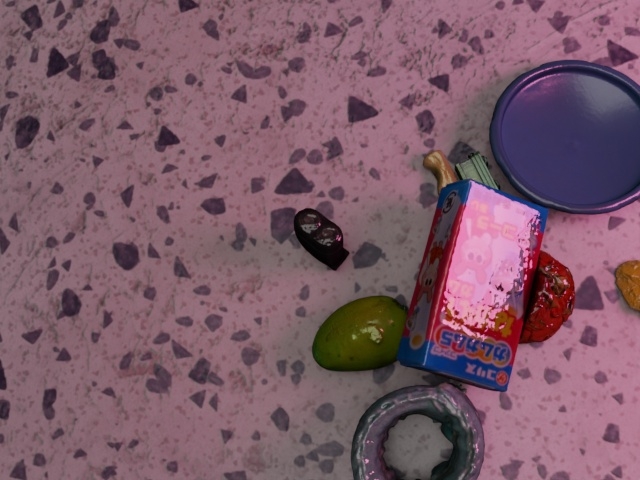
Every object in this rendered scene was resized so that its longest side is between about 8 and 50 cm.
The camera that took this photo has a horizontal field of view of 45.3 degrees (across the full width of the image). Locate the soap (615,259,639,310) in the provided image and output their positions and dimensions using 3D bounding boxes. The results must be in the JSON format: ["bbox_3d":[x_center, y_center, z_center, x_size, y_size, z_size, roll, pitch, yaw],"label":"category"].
[{"bbox_3d":[0.555,0.090,1.226,0.169,0.033,0.089,18,81,14],"label":"soap"}]

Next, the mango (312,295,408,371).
[{"bbox_3d":[0.067,0.160,1.267,0.178,0.100,0.119,-25,79,12],"label":"mango"}]

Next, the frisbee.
[{"bbox_3d":[0.426,-0.170,1.282,0.290,0.049,0.289,-1,70,3],"label":"frisbee"}]

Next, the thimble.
[{"bbox_3d":[0.154,0.321,1.199,0.198,0.143,0.235,35,86,14],"label":"thimble"}]

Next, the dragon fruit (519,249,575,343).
[{"bbox_3d":[0.368,0.096,1.222,0.083,0.106,0.162,18,82,10],"label":"dragon fruit"}]

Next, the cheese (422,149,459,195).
[{"bbox_3d":[0.208,-0.115,1.327,0.044,0.030,0.083,-29,82,-2],"label":"cheese"}]

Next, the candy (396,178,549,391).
[{"bbox_3d":[0.243,0.072,1.219,0.157,0.100,0.305,19,81,-16],"label":"candy"}]

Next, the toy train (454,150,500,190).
[{"bbox_3d":[0.270,-0.105,1.312,0.056,0.038,0.093,-26,77,11],"label":"toy train"}]

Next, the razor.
[{"bbox_3d":[0.000,0.000,1.284,0.090,0.148,0.054,39,81,15],"label":"razor"}]
